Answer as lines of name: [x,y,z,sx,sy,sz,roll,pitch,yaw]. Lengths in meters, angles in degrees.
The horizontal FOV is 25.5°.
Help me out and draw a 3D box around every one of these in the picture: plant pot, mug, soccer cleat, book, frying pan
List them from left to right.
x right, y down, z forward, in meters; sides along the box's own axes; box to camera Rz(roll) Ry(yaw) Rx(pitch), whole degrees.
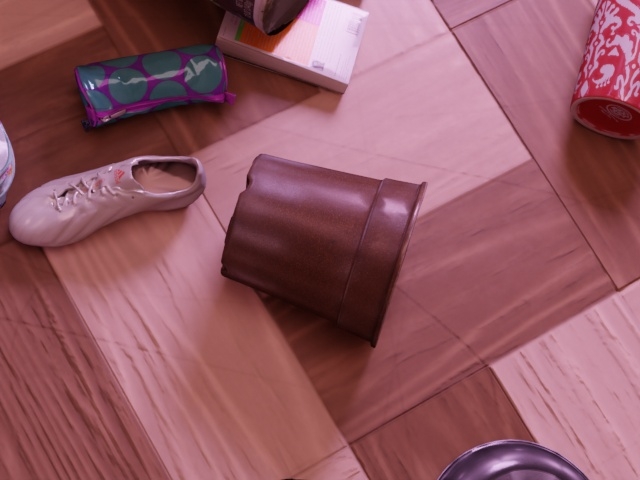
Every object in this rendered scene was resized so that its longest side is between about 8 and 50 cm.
soccer cleat: [-0.205,-0.046,1.365,0.196,0.076,0.068,-15,75,-15]
book: [-0.029,-0.221,1.483,0.144,0.035,0.096,19,66,-4]
plant pot: [0.000,0.000,1.352,0.165,0.167,0.167,17,69,3]
frying pan: [0.140,0.249,1.350,0.326,0.053,0.197,35,68,-1]
mug: [0.350,-0.196,1.507,0.150,0.113,0.169,22,72,-1]

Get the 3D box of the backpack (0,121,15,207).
backpack: [-0.367,-0.097,1.332,0.152,0.115,0.182,-27,81,-21]

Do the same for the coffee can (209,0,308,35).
coffee can: [-0.121,-0.356,1.402,0.275,0.201,0.201,30,68,8]

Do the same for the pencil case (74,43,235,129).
pencil case: [-0.167,-0.154,1.416,0.151,0.064,0.070,-13,59,-14]
